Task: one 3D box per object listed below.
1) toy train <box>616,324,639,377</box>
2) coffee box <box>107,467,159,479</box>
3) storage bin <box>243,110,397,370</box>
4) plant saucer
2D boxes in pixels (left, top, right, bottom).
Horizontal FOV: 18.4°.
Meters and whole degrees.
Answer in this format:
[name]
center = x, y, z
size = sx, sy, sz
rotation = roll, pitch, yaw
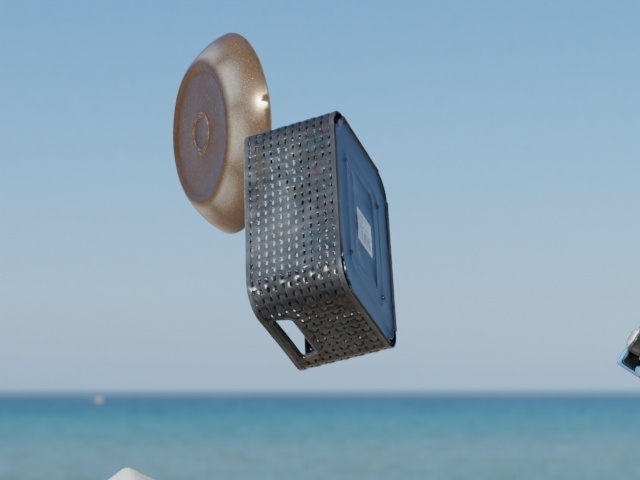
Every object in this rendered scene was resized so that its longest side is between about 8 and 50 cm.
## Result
[toy train]
center = 0.390, 0.145, 2.021
size = 0.184, 0.080, 0.105
rotation = 31, -1, 1
[coffee box]
center = -0.115, 0.428, 1.452
size = 0.337, 0.334, 0.338
rotation = -37, -45, 24
[storage bin]
center = 0.000, 0.000, 1.610
size = 0.084, 0.180, 0.122
rotation = -16, -38, 16
[plant saucer]
center = -0.104, -0.105, 1.938
size = 0.036, 0.198, 0.198
rotation = -1, -4, -25
